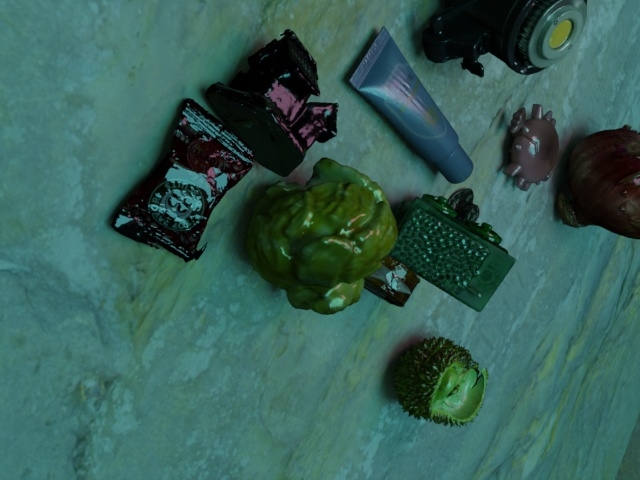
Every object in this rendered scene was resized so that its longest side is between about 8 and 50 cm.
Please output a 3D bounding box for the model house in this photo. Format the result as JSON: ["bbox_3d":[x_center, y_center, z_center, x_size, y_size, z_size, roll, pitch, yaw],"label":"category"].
[{"bbox_3d":[-0.060,-0.225,1.123,0.203,0.141,0.164,56,52,-41],"label":"model house"}]

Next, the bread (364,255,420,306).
[{"bbox_3d":[0.117,0.068,1.365,0.160,0.160,0.073,36,84,-44],"label":"bread"}]

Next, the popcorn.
[{"bbox_3d":[-0.001,0.007,1.194,0.276,0.276,0.225,55,30,-39],"label":"popcorn"}]

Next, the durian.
[{"bbox_3d":[0.275,0.325,1.583,0.237,0.176,0.200,13,103,-40],"label":"durian"}]

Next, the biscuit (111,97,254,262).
[{"bbox_3d":[-0.205,-0.085,1.064,0.151,0.063,0.235,34,83,-27],"label":"biscuit"}]

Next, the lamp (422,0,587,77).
[{"bbox_3d":[0.405,-0.475,1.377,0.374,0.272,0.205,-51,147,-19],"label":"lamp"}]

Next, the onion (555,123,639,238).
[{"bbox_3d":[0.848,-0.159,1.873,0.353,0.353,0.354,-16,113,-40],"label":"onion"}]

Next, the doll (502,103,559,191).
[{"bbox_3d":[0.539,-0.234,1.721,0.262,0.093,0.211,37,80,-44],"label":"doll"}]

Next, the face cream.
[{"bbox_3d":[0.199,-0.252,1.396,0.385,0.086,0.136,42,73,-38],"label":"face cream"}]

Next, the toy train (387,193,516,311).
[{"bbox_3d":[0.266,0.011,1.411,0.145,0.266,0.202,-60,175,18],"label":"toy train"}]

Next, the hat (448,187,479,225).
[{"bbox_3d":[0.347,-0.068,1.617,0.121,0.050,0.121,-13,109,-43],"label":"hat"}]
